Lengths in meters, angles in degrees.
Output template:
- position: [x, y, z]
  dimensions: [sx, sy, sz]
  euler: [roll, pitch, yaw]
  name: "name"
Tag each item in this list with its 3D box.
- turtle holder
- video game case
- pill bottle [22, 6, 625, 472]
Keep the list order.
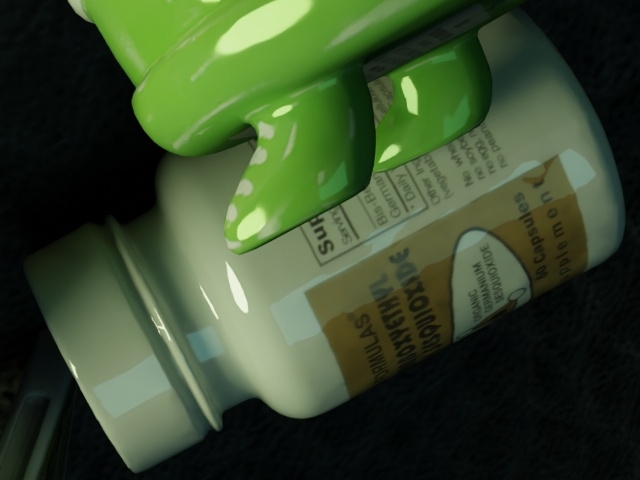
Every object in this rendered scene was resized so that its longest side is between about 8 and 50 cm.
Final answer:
- position: [0.049, -0.162, 0.483]
  dimensions: [0.320, 0.227, 0.243]
  euler: [-27, -179, 40]
  name: "turtle holder"
- position: [-0.144, 0.177, 0.702]
  dimensions: [0.023, 0.193, 0.212]
  euler: [11, 122, -2]
  name: "video game case"
- position: [0.000, 0.000, 0.676]
  dimensions: [0.229, 0.131, 0.131]
  euler: [-28, 132, -6]
  name: "pill bottle"
